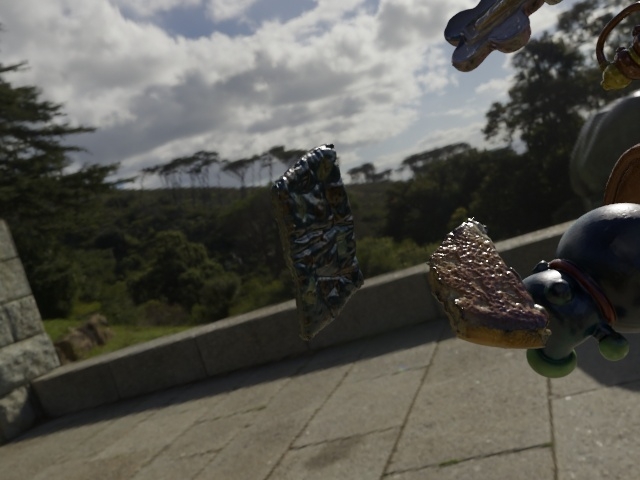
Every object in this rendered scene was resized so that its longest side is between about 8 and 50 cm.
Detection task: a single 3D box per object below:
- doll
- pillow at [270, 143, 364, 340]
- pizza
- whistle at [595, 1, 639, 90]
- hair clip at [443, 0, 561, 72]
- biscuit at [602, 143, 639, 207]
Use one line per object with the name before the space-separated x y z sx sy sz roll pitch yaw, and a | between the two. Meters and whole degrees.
doll | 0.430 0.063 1.062 0.322 0.198 0.186 -34 -32 -16
pillow | 0.000 -0.002 1.041 0.034 0.256 0.189 1 26 32
pizza | 0.207 0.063 0.945 0.147 0.226 0.069 -6 -45 -25
whistle | 0.278 -0.176 0.597 0.109 0.057 0.046 -38 0 42
hair clip | 0.255 -0.307 0.842 0.075 0.146 0.257 27 -59 -33
biscuit | 0.683 -0.009 1.236 0.078 0.350 0.455 -24 24 -20
